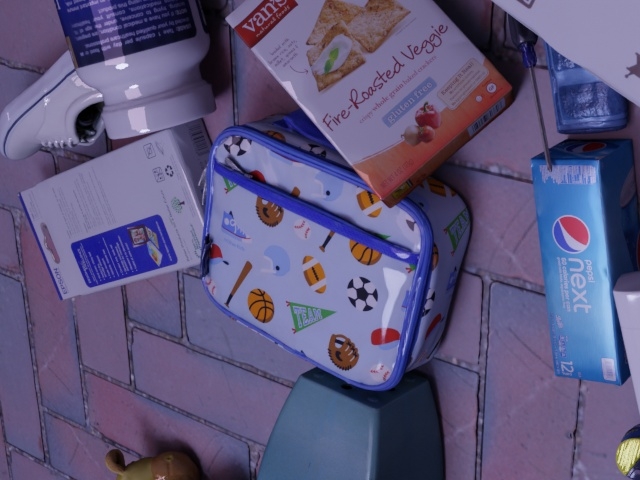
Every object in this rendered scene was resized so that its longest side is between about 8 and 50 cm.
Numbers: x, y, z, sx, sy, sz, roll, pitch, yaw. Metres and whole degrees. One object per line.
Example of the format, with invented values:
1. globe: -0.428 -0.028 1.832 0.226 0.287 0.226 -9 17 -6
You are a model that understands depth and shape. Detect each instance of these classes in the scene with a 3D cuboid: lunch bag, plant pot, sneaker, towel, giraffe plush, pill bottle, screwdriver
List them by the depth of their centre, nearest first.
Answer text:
1. towel: 0.228 -0.152 0.951 0.067 0.029 0.119 1 109 39
2. screwdriver: 0.185 -0.138 0.958 0.024 0.025 0.169 -9 79 7
3. sneaker: 0.343 0.202 0.999 0.144 0.059 0.053 20 108 11
4. lunch bag: 0.000 0.000 1.158 0.303 0.115 0.243 26 122 29
5. pill bottle: -0.206 -0.252 1.191 0.153 0.153 0.264 -4 105 41
6. plant pot: 0.037 0.254 1.212 0.165 0.166 0.234 20 113 33
7. sneaker: -0.325 -0.153 1.376 0.258 0.094 0.091 -34 81 43
8. giraffe plush: -0.210 0.360 1.480 0.170 0.210 0.181 -117 21 -48

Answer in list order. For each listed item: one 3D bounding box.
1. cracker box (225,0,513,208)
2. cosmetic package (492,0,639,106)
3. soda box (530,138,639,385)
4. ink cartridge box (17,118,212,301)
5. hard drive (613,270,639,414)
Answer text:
1. cracker box: 0.045 -0.168 1.020 0.156 0.067 0.232 -41 78 4
2. cosmetic package: 0.250 -0.214 0.797 0.151 0.184 0.151 40 130 19
3. soda box: 0.244 0.018 0.983 0.067 0.071 0.210 5 112 39
4. ink cartridge box: -0.244 -0.031 1.384 0.333 0.065 0.165 -14 100 42
5. hard drive: 0.390 0.182 0.895 0.233 0.047 0.353 -6 112 30
